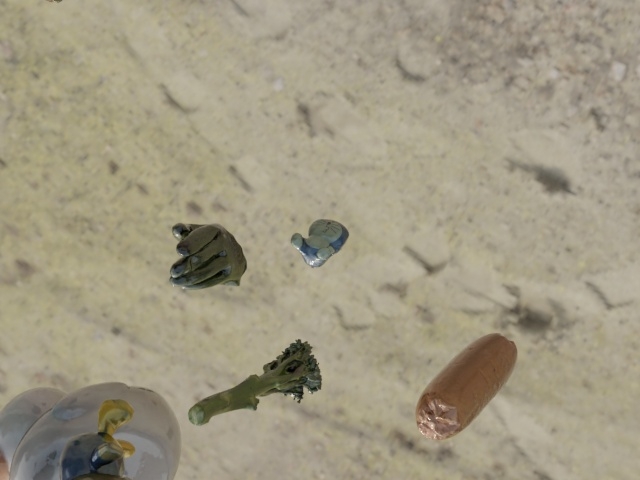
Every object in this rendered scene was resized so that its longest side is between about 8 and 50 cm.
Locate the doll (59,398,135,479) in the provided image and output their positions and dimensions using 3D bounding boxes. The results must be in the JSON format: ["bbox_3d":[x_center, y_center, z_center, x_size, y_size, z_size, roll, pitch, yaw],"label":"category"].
[{"bbox_3d":[-0.172,0.204,0.950,0.089,0.179,0.102,9,127,4],"label":"doll"}]

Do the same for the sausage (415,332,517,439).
[{"bbox_3d":[0.216,0.209,1.763,0.086,0.289,0.086,8,109,24],"label":"sausage"}]

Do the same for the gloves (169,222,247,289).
[{"bbox_3d":[-0.185,0.026,2.031,0.107,0.268,0.135,-44,80,11],"label":"gloves"}]

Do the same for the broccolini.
[{"bbox_3d":[-0.076,0.156,1.266,0.058,0.216,0.067,14,106,31],"label":"broccolini"}]

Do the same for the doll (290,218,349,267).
[{"bbox_3d":[0.000,0.000,1.772,0.076,0.083,0.050,24,142,25],"label":"doll"}]

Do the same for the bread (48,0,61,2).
[{"bbox_3d":[-0.378,-0.351,1.554,0.062,0.043,0.109,7,150,36],"label":"bread"}]

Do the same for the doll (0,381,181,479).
[{"bbox_3d":[-0.309,0.262,1.539,0.221,0.251,0.221,53,155,37],"label":"doll"}]
